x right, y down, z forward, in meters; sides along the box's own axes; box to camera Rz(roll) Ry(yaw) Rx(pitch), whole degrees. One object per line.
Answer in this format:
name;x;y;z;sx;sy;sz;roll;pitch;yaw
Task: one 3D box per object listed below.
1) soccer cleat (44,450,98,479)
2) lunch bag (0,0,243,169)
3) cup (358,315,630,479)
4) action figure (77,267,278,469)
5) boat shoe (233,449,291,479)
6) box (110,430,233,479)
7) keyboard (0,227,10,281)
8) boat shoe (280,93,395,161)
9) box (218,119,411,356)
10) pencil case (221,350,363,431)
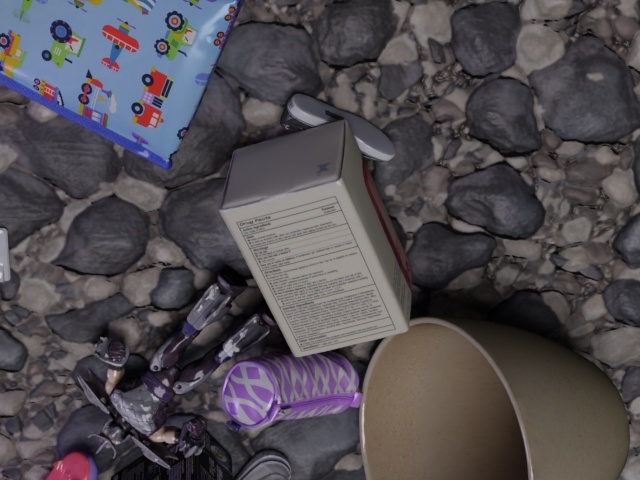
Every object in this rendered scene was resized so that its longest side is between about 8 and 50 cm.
soccer cleat;-0.326;0.377;1.987;0.095;0.083;0.248;3;116;-41
lunch bag;-0.247;-0.247;1.645;0.293;0.138;0.221;24;115;-6
cup;0.235;0.242;1.866;0.236;0.331;0.331;-7;122;-34
action figure;-0.182;0.161;1.863;0.185;0.099;0.285;43;99;-9
boat shoe;-0.116;0.375;1.999;0.083;0.076;0.226;24;112;-17
box;-0.188;0.334;1.911;0.147;0.180;0.077;-35;114;11
keyboard;-0.500;0.019;1.811;0.256;0.014;0.072;-1;112;-6
boat shoe;0.020;-0.125;1.776;0.142;0.049;0.040;26;127;-15
box;0.000;0.000;1.764;0.148;0.127;0.232;-14;124;16
pencil case;-0.034;0.179;1.842;0.088;0.206;0.086;23;103;29
